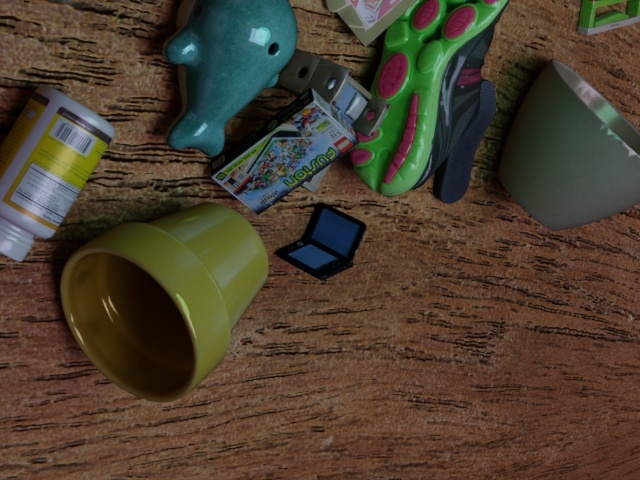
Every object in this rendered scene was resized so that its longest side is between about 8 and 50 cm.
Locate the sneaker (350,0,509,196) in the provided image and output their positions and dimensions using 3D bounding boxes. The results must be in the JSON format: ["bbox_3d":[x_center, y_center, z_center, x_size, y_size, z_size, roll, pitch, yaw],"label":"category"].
[{"bbox_3d":[0.198,-0.301,1.948,0.483,0.185,0.202,-63,159,4],"label":"sneaker"}]

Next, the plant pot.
[{"bbox_3d":[-0.205,0.067,1.654,0.239,0.254,0.254,-39,137,-45],"label":"plant pot"}]

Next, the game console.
[{"bbox_3d":[0.000,0.000,1.910,0.107,0.122,0.071,-24,126,-36],"label":"game console"}]

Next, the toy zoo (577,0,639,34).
[{"bbox_3d":[0.608,-0.575,2.304,0.192,0.030,0.293,-21,125,-38],"label":"toy zoo"}]

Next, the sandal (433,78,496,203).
[{"bbox_3d":[0.257,-0.189,2.140,0.097,0.054,0.254,-8,126,-36],"label":"sandal"}]

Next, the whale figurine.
[{"bbox_3d":[-0.127,-0.244,1.625,0.216,0.141,0.272,10,104,-49],"label":"whale figurine"}]

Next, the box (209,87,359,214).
[{"bbox_3d":[-0.056,-0.133,1.740,0.207,0.036,0.114,-35,128,22],"label":"box"}]

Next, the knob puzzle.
[{"bbox_3d":[0.078,-0.435,1.807,0.213,0.030,0.213,-11,119,-21],"label":"knob puzzle"}]

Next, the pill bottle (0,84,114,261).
[{"bbox_3d":[-0.368,-0.085,1.477,0.117,0.117,0.215,36,84,-50],"label":"pill bottle"}]

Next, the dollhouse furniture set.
[{"bbox_3d":[-0.006,-0.180,1.798,0.129,0.129,0.184,31,88,-50],"label":"dollhouse furniture set"}]

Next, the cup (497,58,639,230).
[{"bbox_3d":[0.488,-0.157,2.229,0.237,0.331,0.331,-46,144,20],"label":"cup"}]
